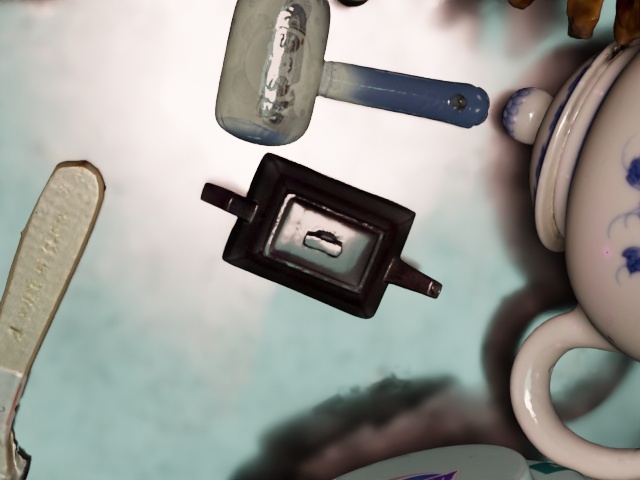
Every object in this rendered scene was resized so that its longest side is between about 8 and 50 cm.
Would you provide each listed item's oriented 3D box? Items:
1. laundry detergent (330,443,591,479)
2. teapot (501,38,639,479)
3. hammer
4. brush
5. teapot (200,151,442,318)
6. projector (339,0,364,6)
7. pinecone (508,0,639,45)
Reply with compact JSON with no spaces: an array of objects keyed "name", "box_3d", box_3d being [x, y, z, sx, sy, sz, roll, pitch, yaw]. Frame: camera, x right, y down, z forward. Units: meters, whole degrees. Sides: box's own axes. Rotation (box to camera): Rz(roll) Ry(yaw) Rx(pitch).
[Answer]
[{"name":"laundry detergent","box_3d":[0.090,0.306,1.062,0.287,0.287,0.305,-17,98,-1]},{"name":"teapot","box_3d":[0.241,-0.041,1.082,0.280,0.252,0.424,24,101,28]},{"name":"hammer","box_3d":[0.028,-0.112,1.144,0.194,0.069,0.116,10,94,-12]},{"name":"brush","box_3d":[-0.229,0.099,1.165,0.085,0.020,0.336,21,94,-4]},{"name":"teapot","box_3d":[0.000,0.000,1.131,0.177,0.096,0.087,23,94,-4]},{"name":"projector","box_3d":[0.083,-0.297,1.108,0.256,0.099,0.192,-30,97,0]},{"name":"pinecone","box_3d":[0.157,-0.260,0.949,0.244,0.244,0.309,-10,94,-2]}]
